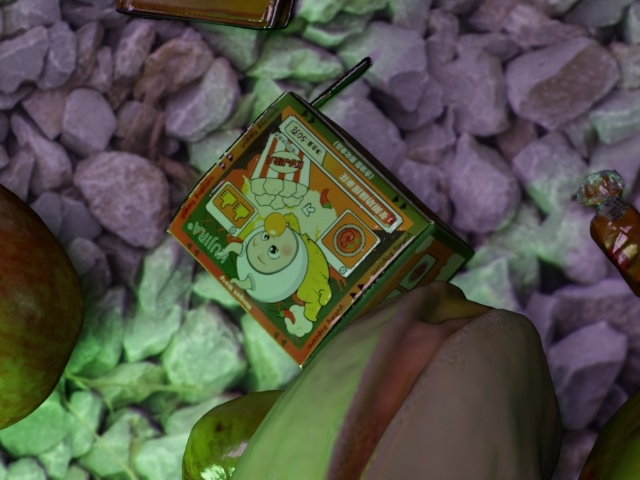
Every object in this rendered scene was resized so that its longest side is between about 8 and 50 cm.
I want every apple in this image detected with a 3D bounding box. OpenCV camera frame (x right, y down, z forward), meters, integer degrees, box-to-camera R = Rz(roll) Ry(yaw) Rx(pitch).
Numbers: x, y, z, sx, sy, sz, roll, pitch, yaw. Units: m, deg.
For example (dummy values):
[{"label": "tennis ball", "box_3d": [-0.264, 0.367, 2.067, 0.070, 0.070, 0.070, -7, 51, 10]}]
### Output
[{"label": "apple", "box_3d": [-0.373, 0.062, 1.618, 0.277, 0.250, 0.309, -56, 43, 18]}]

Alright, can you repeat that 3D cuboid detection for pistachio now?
[{"label": "pistachio", "box_3d": [0.064, 0.246, 1.331, 0.281, 0.365, 0.445, 14, 57, 22]}]

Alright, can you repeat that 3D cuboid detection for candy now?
[{"label": "candy", "box_3d": [0.281, 0.012, 1.464, 0.053, 0.046, 0.182, -36, 66, 9]}]

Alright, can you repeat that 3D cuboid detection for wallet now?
[{"label": "wallet", "box_3d": [-0.108, -0.298, 1.691, 0.195, 0.042, 0.161, 11, 83, 23]}]

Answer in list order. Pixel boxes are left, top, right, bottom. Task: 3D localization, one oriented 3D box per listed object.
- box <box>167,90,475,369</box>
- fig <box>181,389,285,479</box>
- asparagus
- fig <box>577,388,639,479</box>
[{"label": "box", "box_3d": [0.000, 0.000, 1.522, 0.177, 0.148, 0.195, -48, 66, 7]}, {"label": "fig", "box_3d": [-0.055, 0.206, 1.509, 0.153, 0.121, 0.136, -33, 98, -2]}, {"label": "asparagus", "box_3d": [-0.015, -0.127, 1.631, 0.166, 0.016, 0.013, -38, 101, 8]}, {"label": "fig", "box_3d": [0.340, 0.255, 1.269, 0.316, 0.316, 0.316, -5, 76, 20]}]
